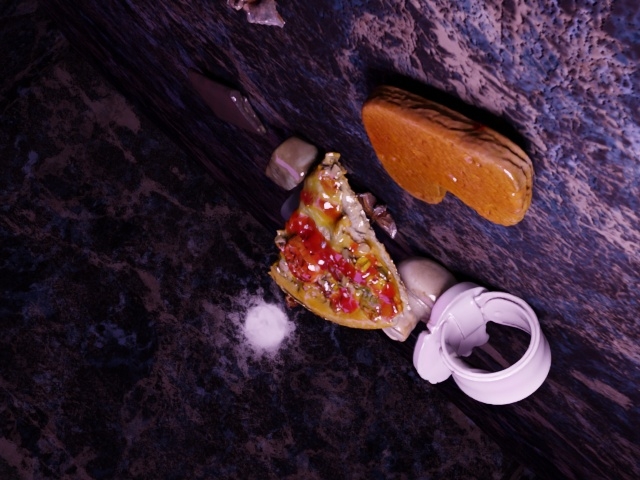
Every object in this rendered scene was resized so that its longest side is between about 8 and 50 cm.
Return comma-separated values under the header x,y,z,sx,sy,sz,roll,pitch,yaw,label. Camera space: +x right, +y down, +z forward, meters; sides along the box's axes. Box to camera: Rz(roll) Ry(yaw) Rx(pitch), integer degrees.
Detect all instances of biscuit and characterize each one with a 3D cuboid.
x,y,z,sx,sy,sz,roll,pitch,yaw,label
0.183,-0.108,0.731,0.277,0.052,0.262,35,173,36,biscuit

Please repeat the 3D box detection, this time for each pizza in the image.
x,y,z,sx,sy,sz,roll,pitch,yaw,label
0.000,0.000,1.185,0.439,0.130,0.407,13,118,44,pizza

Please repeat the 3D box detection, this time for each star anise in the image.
x,y,z,sx,sy,sz,roll,pitch,yaw,label
0.128,-0.067,1.176,0.141,0.042,0.141,43,174,6,star anise
-0.099,-0.357,0.756,0.129,0.056,0.124,42,170,8,star anise

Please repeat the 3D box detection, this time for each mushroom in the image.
x,y,z,sx,sy,sz,roll,pitch,yaw,label
0.248,0.148,1.218,0.206,0.209,0.206,15,168,3,mushroom

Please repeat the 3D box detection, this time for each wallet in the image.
x,y,z,sx,sy,sz,roll,pitch,yaw,label
-0.251,-0.372,1.386,0.229,0.049,0.182,33,167,38,wallet

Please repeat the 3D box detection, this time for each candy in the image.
x,y,z,sx,sy,sz,roll,pitch,yaw,label
-0.070,-0.190,1.273,0.104,0.102,0.234,44,169,-7,candy

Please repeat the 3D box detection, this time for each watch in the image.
x,y,z,sx,sy,sz,roll,pitch,yaw,label
0.331,0.231,1.046,0.231,0.244,0.196,42,173,49,watch

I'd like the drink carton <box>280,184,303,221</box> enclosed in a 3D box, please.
x,y,z,sx,sy,sz,roll,pitch,yaw,label
-0.002,-0.051,1.400,0.190,0.191,0.185,48,174,11,drink carton

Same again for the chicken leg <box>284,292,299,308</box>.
x,y,z,sx,sy,sz,roll,pitch,yaw,label
0.083,0.121,1.476,0.406,0.158,0.096,-1,179,-24,chicken leg
